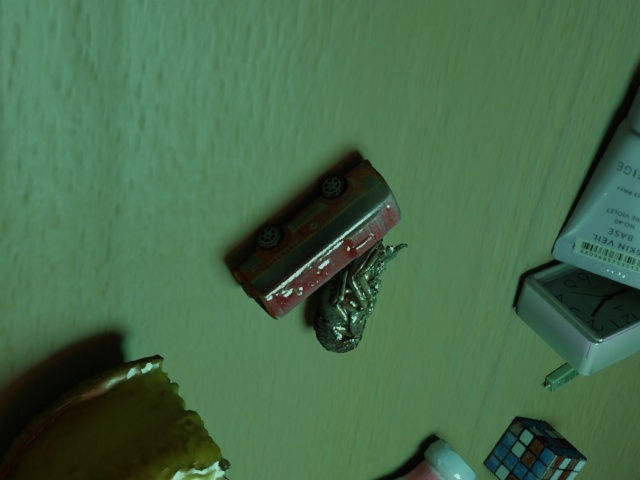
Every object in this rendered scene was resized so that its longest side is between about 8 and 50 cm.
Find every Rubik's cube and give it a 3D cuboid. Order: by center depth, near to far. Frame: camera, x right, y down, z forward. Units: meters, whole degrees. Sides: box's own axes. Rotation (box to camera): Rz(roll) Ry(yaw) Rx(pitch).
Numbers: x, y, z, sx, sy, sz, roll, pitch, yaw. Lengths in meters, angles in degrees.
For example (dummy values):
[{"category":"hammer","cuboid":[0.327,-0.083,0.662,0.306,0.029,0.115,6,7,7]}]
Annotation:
[{"category":"Rubik's cube","cuboid":[0.318,0.327,1.975,0.092,0.092,0.092,16,111,-48]}]

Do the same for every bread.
[{"category":"bread","cuboid":[-0.236,0.293,1.366,0.179,0.194,0.340,-9,131,-38]}]

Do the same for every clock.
[{"category":"clock","cuboid":[0.378,0.082,1.777,0.197,0.150,0.063,-20,137,-29]}]

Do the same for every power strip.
[{"category":"power strip","cuboid":[0.361,0.197,1.963,0.083,0.017,0.027,-31,137,-21]}]

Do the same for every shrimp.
[{"category":"shrimp","cuboid":[0.043,0.043,1.510,0.073,0.075,0.190,15,104,-13]}]

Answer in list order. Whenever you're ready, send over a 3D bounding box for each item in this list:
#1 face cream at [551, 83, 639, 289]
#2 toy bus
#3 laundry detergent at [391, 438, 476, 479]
[{"category":"face cream","cuboid":[0.407,-0.071,1.703,0.096,0.154,0.274,-55,162,-63]},{"category":"toy bus","cuboid":[0.000,0.000,1.424,0.192,0.077,0.065,-39,144,-8]},{"category":"laundry detergent","cuboid":[0.074,0.414,1.833,0.335,0.088,0.159,-43,146,-5]}]
